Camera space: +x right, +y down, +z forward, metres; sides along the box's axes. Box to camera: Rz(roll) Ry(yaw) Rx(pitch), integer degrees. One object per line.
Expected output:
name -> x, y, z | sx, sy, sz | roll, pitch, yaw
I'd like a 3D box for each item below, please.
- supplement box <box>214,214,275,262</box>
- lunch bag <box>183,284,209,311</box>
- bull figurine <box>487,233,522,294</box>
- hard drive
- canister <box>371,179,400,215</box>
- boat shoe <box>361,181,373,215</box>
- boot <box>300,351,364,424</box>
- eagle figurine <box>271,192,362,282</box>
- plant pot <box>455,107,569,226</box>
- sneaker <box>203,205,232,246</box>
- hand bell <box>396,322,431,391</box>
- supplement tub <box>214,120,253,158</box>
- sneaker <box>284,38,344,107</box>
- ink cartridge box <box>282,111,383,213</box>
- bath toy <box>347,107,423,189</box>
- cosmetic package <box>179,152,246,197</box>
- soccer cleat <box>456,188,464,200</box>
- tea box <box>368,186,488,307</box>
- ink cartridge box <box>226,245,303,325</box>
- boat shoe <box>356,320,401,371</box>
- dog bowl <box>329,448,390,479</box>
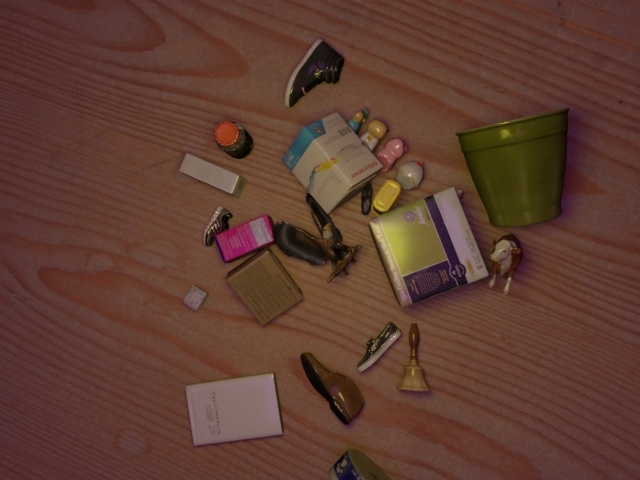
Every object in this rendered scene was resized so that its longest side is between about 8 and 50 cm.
supplement box -> -0.278, -0.005, 1.897 | 0.219, 0.111, 0.114 | -21, 85, 4
lunch bag -> -0.492, 0.227, 1.941 | 0.071, 0.053, 0.083 | 31, 82, 4
bull figurine -> 0.641, 0.069, 1.711 | 0.101, 0.310, 0.189 | 17, 108, 23
hard drive -> -0.332, 0.652, 1.909 | 0.352, 0.047, 0.233 | -10, 87, 6
canister -> 0.242, -0.154, 1.817 | 0.073, 0.170, 0.126 | 33, 91, 6
boat shoe -> 0.178, -0.166, 1.889 | 0.049, 0.040, 0.142 | 2, 88, 6
boot -> 0.043, 0.535, 1.865 | 0.115, 0.112, 0.305 | -34, 79, -26
eagle figurine -> 0.003, -0.009, 1.826 | 0.298, 0.226, 0.225 | 35, 116, 23
plant pot -> 0.684, -0.240, 1.710 | 0.366, 0.366, 0.353 | -12, 99, 6
sneaker -> -0.400, -0.049, 1.935 | 0.074, 0.063, 0.171 | 24, 86, 13
hand bell -> 0.348, 0.430, 1.829 | 0.126, 0.126, 0.242 | 3, 77, 6
supplement tub -> -0.331, -0.384, 1.877 | 0.116, 0.190, 0.117 | 0, 87, 5
sneaker -> -0.017, -0.621, 1.895 | 0.146, 0.104, 0.296 | 31, 87, 11
ink cartridge box -> 0.043, -0.281, 1.794 | 0.270, 0.197, 0.198 | 50, 49, 6
bath toy -> 0.256, -0.342, 1.851 | 0.348, 0.151, 0.129 | 43, 57, 6
cosmetic package -> -0.417, -0.251, 1.919 | 0.230, 0.117, 0.086 | 22, 89, 7
soccer cleat -> 0.514, -0.154, 1.861 | 0.035, 0.029, 0.083 | 25, 87, 15
tea box -> 0.373, 0.029, 1.771 | 0.323, 0.220, 0.329 | -20, 86, 4
ink cartridge box -> -0.209, 0.170, 1.859 | 0.193, 0.088, 0.235 | -34, 106, 3
boat shoe -> 0.206, 0.398, 1.851 | 0.070, 0.078, 0.219 | 45, 85, 5
dog bowl -> 0.161, 0.871, 1.738 | 0.265, 0.265, 0.104 | 41, 90, 6
